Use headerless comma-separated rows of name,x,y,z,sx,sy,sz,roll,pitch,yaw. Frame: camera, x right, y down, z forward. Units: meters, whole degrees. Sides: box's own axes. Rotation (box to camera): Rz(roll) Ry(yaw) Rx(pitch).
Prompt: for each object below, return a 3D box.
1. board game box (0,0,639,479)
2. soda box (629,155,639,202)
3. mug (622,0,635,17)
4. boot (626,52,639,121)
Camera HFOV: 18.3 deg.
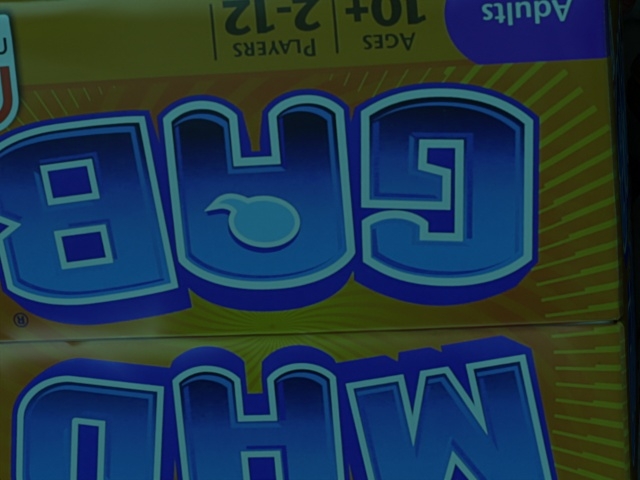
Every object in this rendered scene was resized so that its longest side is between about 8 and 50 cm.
board game box,0.000,0.000,1.153,0.356,0.356,0.356,-2,105,10
soda box,0.150,0.002,1.357,0.060,0.053,0.169,44,108,28
mug,0.133,-0.176,1.374,0.150,0.113,0.169,-16,67,-2
boot,0.274,0.011,1.251,0.115,0.112,0.305,-49,63,30
